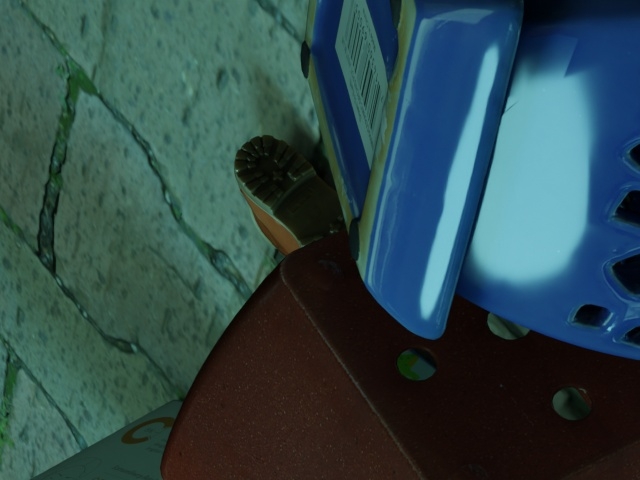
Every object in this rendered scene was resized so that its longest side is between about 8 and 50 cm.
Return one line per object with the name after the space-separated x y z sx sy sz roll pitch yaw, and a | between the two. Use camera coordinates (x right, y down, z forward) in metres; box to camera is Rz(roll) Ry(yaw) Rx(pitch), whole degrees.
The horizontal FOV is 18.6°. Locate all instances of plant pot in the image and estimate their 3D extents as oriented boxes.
0.114 -0.094 0.895 0.236 0.212 0.236 101 162 -46 | plant pot
0.085 0.109 1.075 0.267 0.267 0.235 54 156 30 | plant pot

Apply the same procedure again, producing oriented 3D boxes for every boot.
0.000 0.000 1.398 0.158 0.059 0.084 49 164 17 | boot

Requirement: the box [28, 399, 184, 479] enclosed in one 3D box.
-0.178 0.290 1.607 0.215 0.345 0.168 6 120 56 | box

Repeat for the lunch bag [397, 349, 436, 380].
0.023 0.152 1.430 0.176 0.090 0.219 37 147 24 | lunch bag
